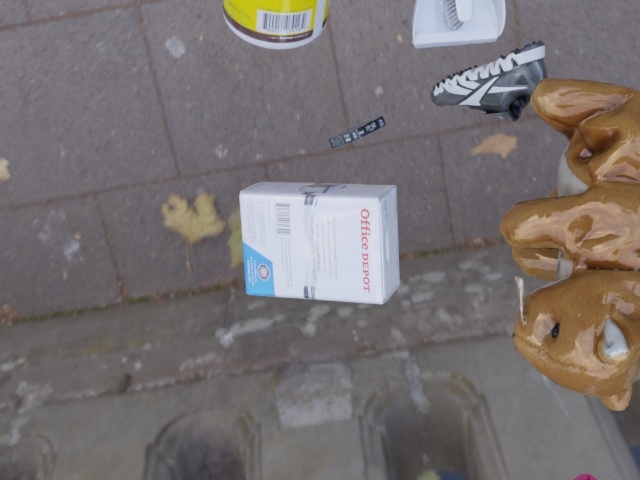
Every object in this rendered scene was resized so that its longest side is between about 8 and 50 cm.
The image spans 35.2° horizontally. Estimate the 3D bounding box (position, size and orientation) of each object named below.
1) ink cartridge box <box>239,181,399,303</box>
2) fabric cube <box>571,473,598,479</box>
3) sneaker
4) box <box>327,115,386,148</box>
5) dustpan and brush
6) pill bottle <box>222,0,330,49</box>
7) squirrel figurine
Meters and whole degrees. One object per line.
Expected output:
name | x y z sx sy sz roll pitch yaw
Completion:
ink cartridge box | 0.000 0.000 1.294 0.191 0.082 0.139 3 106 20
fabric cube | 0.096 0.326 0.493 0.254 0.259 0.258 46 129 19
sneaker | 0.269 -0.231 1.594 0.234 0.078 0.106 -15 97 50
box | 0.062 -0.185 1.725 0.083 0.067 0.018 -13 104 53
dustpan and brush | 0.202 -0.392 1.465 0.147 0.060 0.211 -8 100 -15
pill bottle | -0.038 -0.311 1.029 0.117 0.117 0.215 6 139 -4
squirrel figurine | 0.428 0.030 1.302 0.397 0.370 0.281 9 150 15
